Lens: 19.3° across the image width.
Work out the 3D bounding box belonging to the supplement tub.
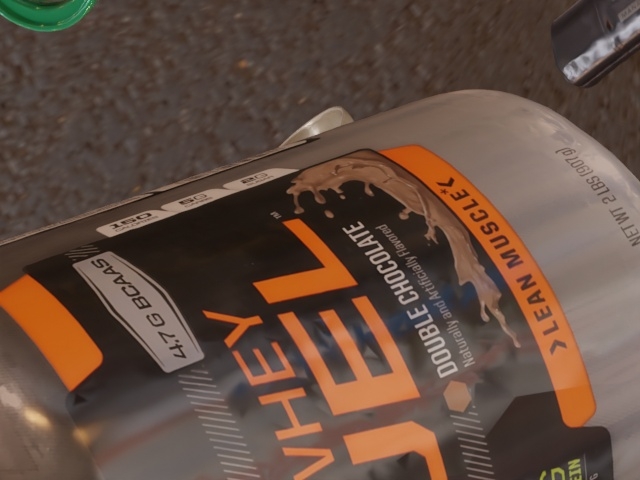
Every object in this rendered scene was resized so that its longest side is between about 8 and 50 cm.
[{"bbox_3d":[-0.038,0.082,0.673,0.207,0.338,0.207,33,133,43],"label":"supplement tub"}]

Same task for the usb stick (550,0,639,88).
[{"bbox_3d":[0.293,-0.220,1.616,0.278,0.045,0.077,-39,59,50],"label":"usb stick"}]

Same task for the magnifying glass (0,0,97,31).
[{"bbox_3d":[-0.168,-0.228,1.086,0.092,0.026,0.231,11,126,15],"label":"magnifying glass"}]

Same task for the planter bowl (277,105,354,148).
[{"bbox_3d":[0.000,0.000,1.345,0.109,0.162,0.162,41,107,-15],"label":"planter bowl"}]
